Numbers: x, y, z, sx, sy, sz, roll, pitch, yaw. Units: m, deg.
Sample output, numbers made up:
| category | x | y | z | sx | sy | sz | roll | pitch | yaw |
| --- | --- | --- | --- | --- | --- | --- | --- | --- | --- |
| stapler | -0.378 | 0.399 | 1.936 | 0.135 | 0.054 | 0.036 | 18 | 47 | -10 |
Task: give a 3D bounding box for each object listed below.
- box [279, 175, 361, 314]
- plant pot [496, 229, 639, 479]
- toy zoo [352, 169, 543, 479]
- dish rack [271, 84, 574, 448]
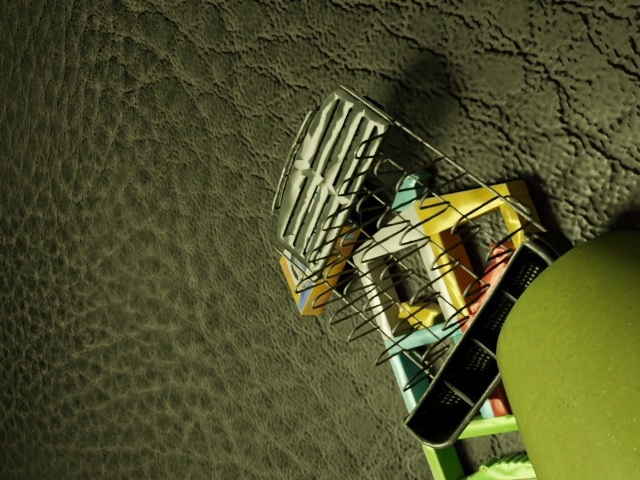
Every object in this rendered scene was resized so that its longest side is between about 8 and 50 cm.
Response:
| category | x | y | z | sx | sy | sz | roll | pitch | yaw |
| --- | --- | --- | --- | --- | --- | --- | --- | --- | --- |
| box | 0.000 | 0.000 | 0.763 | 0.081 | 0.028 | 0.136 | -116 | 37 | -44 |
| plant pot | 0.236 | 0.132 | 0.414 | 0.293 | 0.275 | 0.274 | 52 | 135 | 45 |
| toy zoo | 0.130 | 0.075 | 0.658 | 0.192 | 0.030 | 0.293 | -26 | 81 | 48 |
| dish rack | 0.058 | 0.010 | 0.626 | 0.271 | 0.074 | 0.208 | 41 | 127 | 23 |
